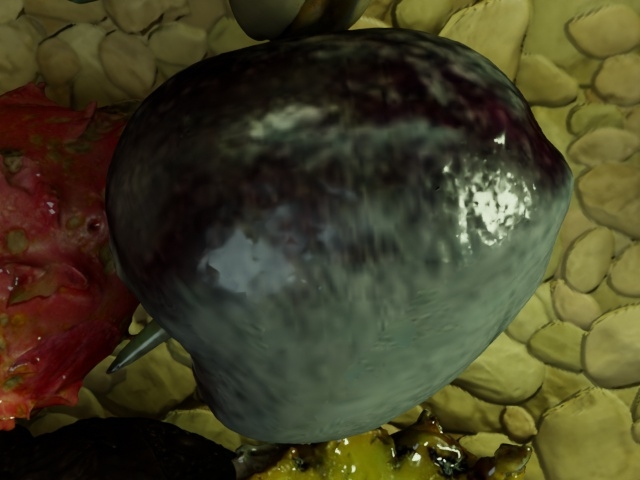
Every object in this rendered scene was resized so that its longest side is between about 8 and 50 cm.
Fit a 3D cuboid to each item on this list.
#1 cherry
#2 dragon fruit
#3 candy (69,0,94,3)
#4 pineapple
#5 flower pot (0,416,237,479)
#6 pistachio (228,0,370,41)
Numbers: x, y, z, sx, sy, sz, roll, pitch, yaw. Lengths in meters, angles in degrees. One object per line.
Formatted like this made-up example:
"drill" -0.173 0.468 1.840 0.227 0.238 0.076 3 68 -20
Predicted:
"cherry" 0.000 0.000 0.646 0.296 0.218 0.255 -22 130 9
"dragon fruit" -0.200 -0.001 0.719 0.210 0.205 0.268 44 83 8
"candy" -0.216 -0.176 0.721 0.202 0.061 0.061 -5 115 26
"pineapple" 0.000 0.202 0.729 0.334 0.158 0.161 -30 80 -14
"flower pot" -0.218 0.234 0.819 0.267 0.266 0.267 22 120 15
"pistachio" -0.008 -0.181 0.631 0.113 0.113 0.149 29 127 -1
